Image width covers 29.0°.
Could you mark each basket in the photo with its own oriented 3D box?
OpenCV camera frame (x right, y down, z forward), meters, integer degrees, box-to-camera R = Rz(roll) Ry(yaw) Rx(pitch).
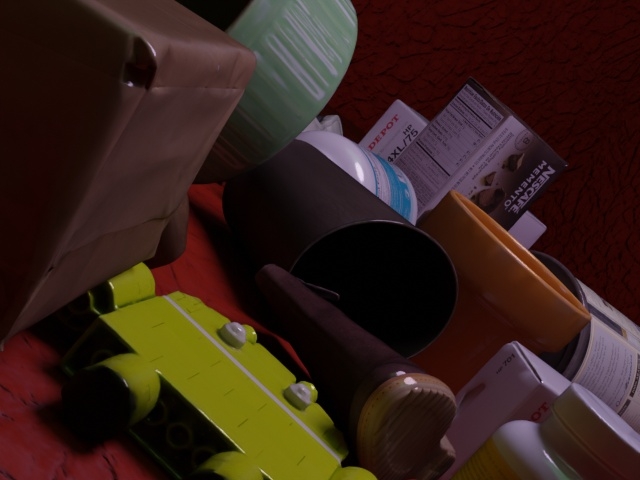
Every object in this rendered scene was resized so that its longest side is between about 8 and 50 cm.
[{"bbox_3d":[0.000,0.000,1.239,0.204,0.154,0.227,24,15,-38],"label":"basket"}]

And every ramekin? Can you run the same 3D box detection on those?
[{"bbox_3d":[-0.108,-0.203,1.285,0.148,0.303,0.303,44,6,-35],"label":"ramekin"}]

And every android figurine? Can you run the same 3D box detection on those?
[{"bbox_3d":[-0.063,0.106,0.796,0.248,0.056,0.273,43,11,8],"label":"android figurine"}]

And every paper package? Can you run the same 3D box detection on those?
[{"bbox_3d":[-0.221,-0.112,0.655,0.325,0.168,0.309,31,9,2],"label":"paper package"}]

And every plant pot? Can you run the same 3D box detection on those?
[{"bbox_3d":[0.155,0.081,1.345,0.205,0.188,0.205,41,10,-8],"label":"plant pot"}]

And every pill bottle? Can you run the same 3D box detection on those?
[{"bbox_3d":[0.015,-0.051,1.507,0.146,0.146,0.264,45,11,21],"label":"pill bottle"},{"bbox_3d":[0.129,0.184,0.806,0.103,0.184,0.103,40,10,-8],"label":"pill bottle"}]

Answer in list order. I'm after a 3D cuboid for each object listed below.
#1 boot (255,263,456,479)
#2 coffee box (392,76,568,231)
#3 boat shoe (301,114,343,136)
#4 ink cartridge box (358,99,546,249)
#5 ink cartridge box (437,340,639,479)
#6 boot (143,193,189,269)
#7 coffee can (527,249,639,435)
[{"bbox_3d":[0.012,0.096,0.974,0.207,0.090,0.248,44,-6,22],"label":"boot"},{"bbox_3d":[0.190,-0.064,1.792,0.168,0.297,0.119,33,13,-44],"label":"coffee box"},{"bbox_3d":[-0.045,-0.148,1.950,0.099,0.116,0.319,0,8,15],"label":"boat shoe"},{"bbox_3d":[0.185,-0.056,2.040,0.197,0.198,0.270,30,14,-47],"label":"ink cartridge box"},{"bbox_3d":[0.207,0.205,1.149,0.190,0.139,0.082,36,13,-26],"label":"ink cartridge box"},{"bbox_3d":[-0.215,-0.085,1.008,0.305,0.112,0.115,42,-21,29],"label":"boot"},{"bbox_3d":[0.294,0.153,1.530,0.275,0.201,0.201,32,14,-46],"label":"coffee can"}]
